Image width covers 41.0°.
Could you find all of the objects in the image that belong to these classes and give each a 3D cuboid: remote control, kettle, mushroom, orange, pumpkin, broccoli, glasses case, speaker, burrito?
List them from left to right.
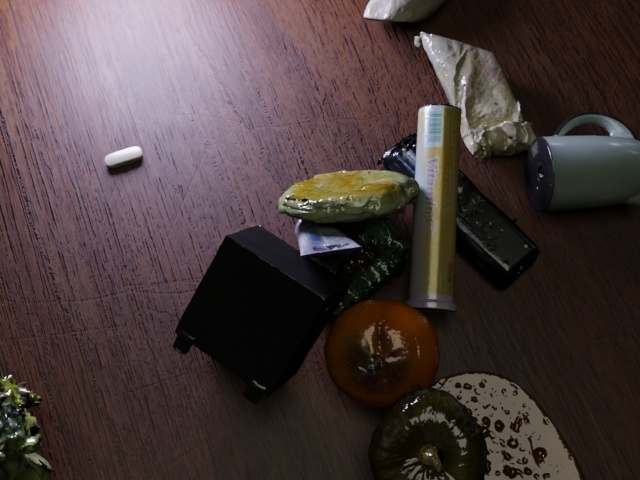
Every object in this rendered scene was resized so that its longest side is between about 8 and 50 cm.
[{"bbox_3d":[-0.636,0.390,1.523,0.324,0.272,0.334,26,80,14],"label":"broccoli"},{"bbox_3d":[-0.434,-0.184,1.888,0.083,0.021,0.032,-19,71,-10],"label":"glasses case"},{"bbox_3d":[-0.112,0.140,1.638,0.232,0.184,0.253,32,104,11],"label":"speaker"},{"bbox_3d":[0.119,0.219,1.652,0.224,0.170,0.223,1,98,10],"label":"orange"},{"bbox_3d":[0.244,-0.607,2.028,0.128,0.128,0.350,42,70,13],"label":"mushroom"},{"bbox_3d":[0.195,0.386,1.539,0.219,0.162,0.218,0,90,5],"label":"pumpkin"},{"bbox_3d":[0.301,-0.078,1.852,0.145,0.062,0.399,-40,74,-15],"label":"remote control"},{"bbox_3d":[0.358,-0.335,1.937,0.175,0.107,0.347,-17,71,-25],"label":"burrito"},{"bbox_3d":[0.580,-0.174,1.844,0.237,0.161,0.221,-3,73,-6],"label":"kettle"}]

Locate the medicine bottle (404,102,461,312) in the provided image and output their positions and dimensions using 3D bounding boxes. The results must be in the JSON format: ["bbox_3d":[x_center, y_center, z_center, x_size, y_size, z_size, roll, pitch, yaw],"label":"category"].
[{"bbox_3d":[0.240,-0.066,1.768,0.108,0.108,0.425,5,81,0],"label":"medicine bottle"}]

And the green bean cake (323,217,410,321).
[{"bbox_3d":[0.073,0.066,1.721,0.208,0.193,0.107,-34,79,-13],"label":"green bean cake"}]

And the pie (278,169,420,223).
[{"bbox_3d":[0.054,-0.088,1.742,0.307,0.306,0.071,-12,104,-7],"label":"pie"}]

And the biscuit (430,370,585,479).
[{"bbox_3d":[0.312,0.450,1.641,0.351,0.070,0.394,-23,71,-4],"label":"biscuit"}]

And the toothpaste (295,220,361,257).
[{"bbox_3d":[0.000,0.000,1.689,0.114,0.299,0.073,-6,100,-7],"label":"toothpaste"}]
